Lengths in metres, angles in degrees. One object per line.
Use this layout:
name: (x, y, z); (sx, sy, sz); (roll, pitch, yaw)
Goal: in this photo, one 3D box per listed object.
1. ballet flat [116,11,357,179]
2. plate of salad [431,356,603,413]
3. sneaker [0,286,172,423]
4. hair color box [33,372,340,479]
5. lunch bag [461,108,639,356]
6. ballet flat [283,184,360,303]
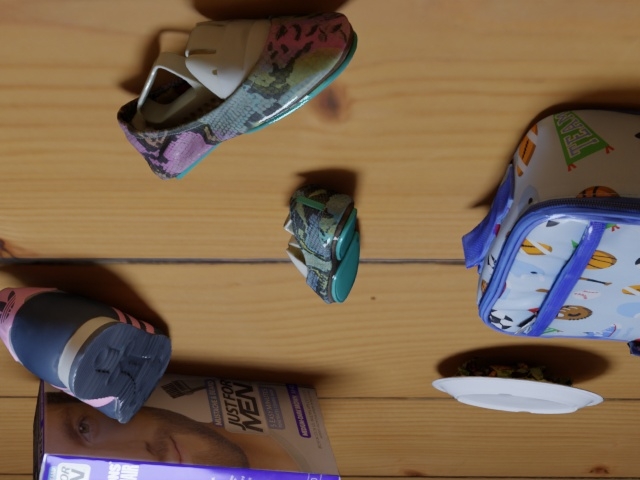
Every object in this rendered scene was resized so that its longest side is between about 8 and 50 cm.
ballet flat: (-0.070, -0.104, 0.928); (0.079, 0.077, 0.221); (35, 145, -23)
plate of salad: (0.230, 0.168, 1.628); (0.199, 0.048, 0.200); (7, 167, 2)
sneaker: (-0.245, 0.108, 1.458); (0.131, 0.112, 0.319); (29, 168, 12)
hair color box: (-0.162, 0.246, 1.630); (0.338, 0.185, 0.110); (5, 118, -14)
lunch bag: (0.244, 0.004, 1.126); (0.243, 0.115, 0.303); (4, 157, -2)
ballet flat: (0.000, 0.000, 1.207); (0.070, 0.070, 0.188); (1, 157, 0)
